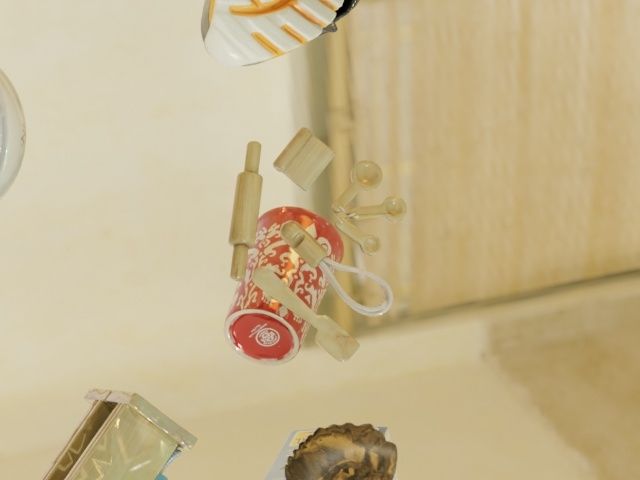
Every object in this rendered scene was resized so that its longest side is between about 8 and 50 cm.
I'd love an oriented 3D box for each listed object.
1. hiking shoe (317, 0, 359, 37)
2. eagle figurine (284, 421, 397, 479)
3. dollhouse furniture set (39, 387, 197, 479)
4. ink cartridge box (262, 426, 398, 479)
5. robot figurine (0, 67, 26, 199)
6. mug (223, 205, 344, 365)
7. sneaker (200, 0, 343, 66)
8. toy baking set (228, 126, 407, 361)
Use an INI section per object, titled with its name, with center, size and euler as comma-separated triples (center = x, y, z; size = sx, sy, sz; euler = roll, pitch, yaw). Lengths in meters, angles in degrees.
[hiking shoe]
center = 0.006, -0.316, 2.296
size = 0.227, 0.114, 0.086
euler = -71, -28, -42
[eagle figurine]
center = 0.062, 0.344, 2.015
size = 0.298, 0.225, 0.226
euler = -131, 54, -80
[dollhouse furniture set]
center = -0.133, 0.224, 1.484
size = 0.184, 0.129, 0.129
euler = 39, 164, -17
[ink cartridge box]
center = 0.007, 0.428, 2.353
size = 0.395, 0.151, 0.270
euler = -55, -42, -72
[robot figurine]
center = -0.380, -0.094, 1.576
size = 0.209, 0.278, 0.173
euler = -46, 69, 24
[mug]
center = -0.047, 0.069, 2.170
size = 0.169, 0.113, 0.150
euler = -70, -10, -46
[sneaker]
center = -0.028, -0.191, 1.222
size = 0.083, 0.215, 0.084
euler = -17, 127, 46
[toy baking set]
center = -0.007, -0.003, 2.042
size = 0.030, 0.197, 0.256
euler = 118, 164, -70
